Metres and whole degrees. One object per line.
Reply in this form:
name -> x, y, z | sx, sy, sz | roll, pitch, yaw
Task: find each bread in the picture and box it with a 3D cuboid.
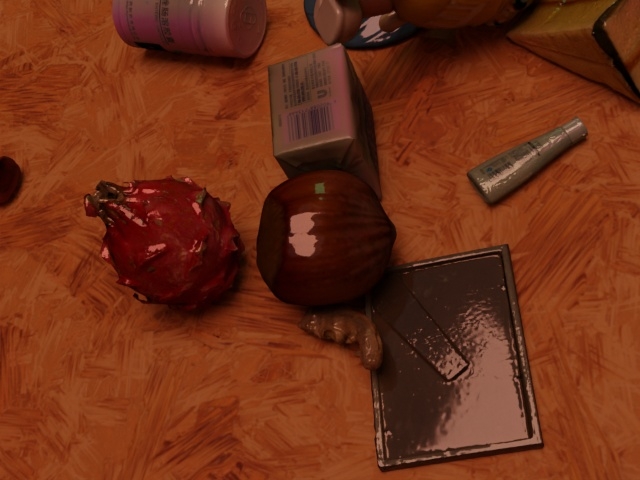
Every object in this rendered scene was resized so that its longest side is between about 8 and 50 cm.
bread -> 0.457, -0.334, 1.565 | 0.167, 0.163, 0.264 | -47, 23, -8

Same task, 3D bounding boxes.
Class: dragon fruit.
dragon fruit -> -0.241, -0.007, 1.497 | 0.210, 0.268, 0.205 | 5, 62, 56

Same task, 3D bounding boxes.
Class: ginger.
ginger -> 0.036, 0.130, 1.419 | 0.069, 0.051, 0.173 | -46, 36, -17

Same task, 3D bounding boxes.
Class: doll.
doll -> 0.187, -0.424, 1.528 | 0.423, 0.348, 0.161 | -18, 80, 5

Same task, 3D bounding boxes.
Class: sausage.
sausage -> -0.597, -0.113, 1.801 | 0.054, 0.059, 0.094 | -29, 39, 58

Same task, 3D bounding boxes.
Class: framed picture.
framed picture -> 0.179, 0.162, 1.386 | 0.232, 0.024, 0.315 | -11, 59, 13

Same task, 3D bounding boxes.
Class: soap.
soap -> 0.009, -0.175, 1.546 | 0.138, 0.182, 0.199 | -14, 58, 14

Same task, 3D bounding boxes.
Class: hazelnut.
hazelnut -> 0.002, 0.004, 1.453 | 0.186, 0.210, 0.210 | -39, 42, 48

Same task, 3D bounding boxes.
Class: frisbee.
frisbee -> 0.102, -0.476, 1.767 | 0.289, 0.049, 0.289 | -9, 59, 15

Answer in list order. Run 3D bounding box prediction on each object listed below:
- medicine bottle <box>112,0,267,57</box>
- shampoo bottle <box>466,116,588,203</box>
medicine bottle -> -0.243, -0.424, 1.798 | 0.254, 0.152, 0.152 | 11, 65, 26
shampoo bottle -> 0.323, -0.129, 1.491 | 0.190, 0.041, 0.069 | -32, 50, 0
